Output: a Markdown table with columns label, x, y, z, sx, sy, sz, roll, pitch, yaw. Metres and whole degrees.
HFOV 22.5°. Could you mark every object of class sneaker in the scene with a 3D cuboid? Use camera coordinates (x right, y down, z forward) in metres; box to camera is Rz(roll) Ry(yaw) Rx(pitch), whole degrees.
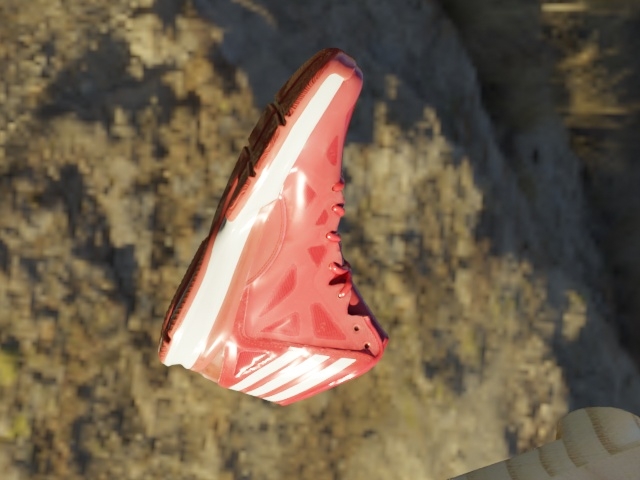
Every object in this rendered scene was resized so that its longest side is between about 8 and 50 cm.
| label | x | y | z | sx | sy | sz | roll | pitch | yaw |
| --- | --- | --- | --- | --- | --- | --- | --- | --- | --- |
| sneaker | 0.000 | 0.000 | 0.991 | 0.221 | 0.128 | 0.087 | -61 | -167 | 15 |

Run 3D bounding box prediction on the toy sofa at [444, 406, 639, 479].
| label | x | y | z | sx | sy | sz | roll | pitch | yaw |
| --- | --- | --- | --- | --- | --- | --- | --- | --- | --- |
| toy sofa | 0.156 | 0.190 | 0.384 | 0.177 | 0.362 | 0.150 | -16 | 122 | -27 |
